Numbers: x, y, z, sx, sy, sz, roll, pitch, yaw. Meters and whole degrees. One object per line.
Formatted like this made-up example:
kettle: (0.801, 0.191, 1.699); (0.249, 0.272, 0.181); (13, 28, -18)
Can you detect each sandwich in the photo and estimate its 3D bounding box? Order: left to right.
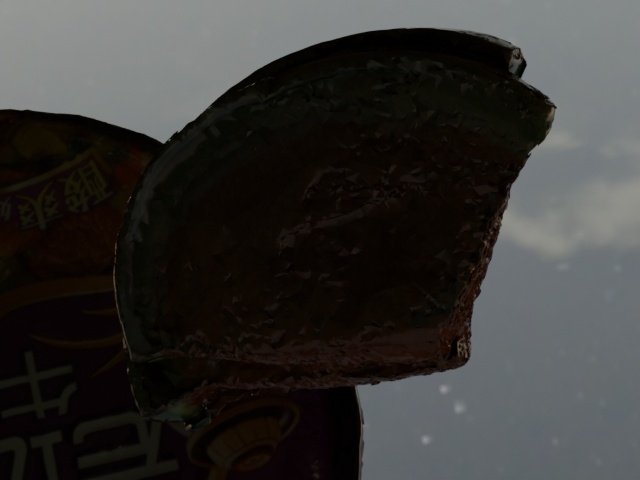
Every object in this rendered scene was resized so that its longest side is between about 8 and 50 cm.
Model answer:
sandwich: (0.002, -0.004, 0.360); (0.101, 0.069, 0.026); (-16, 173, 21)

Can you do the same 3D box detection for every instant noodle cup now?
instant noodle cup: (-0.105, 0.102, 0.676); (0.251, 0.251, 0.190); (-15, 160, -2)
